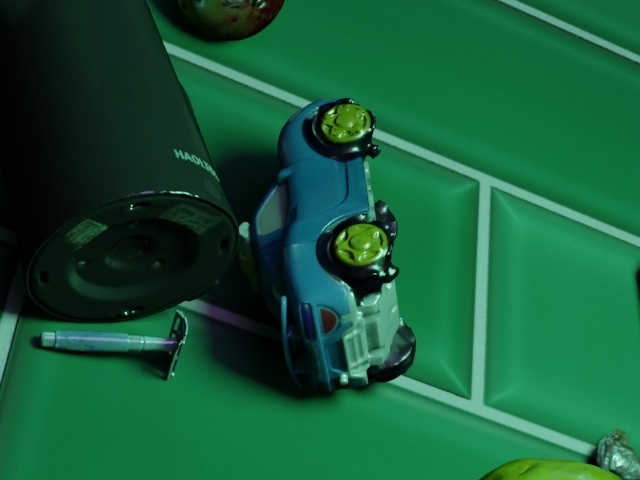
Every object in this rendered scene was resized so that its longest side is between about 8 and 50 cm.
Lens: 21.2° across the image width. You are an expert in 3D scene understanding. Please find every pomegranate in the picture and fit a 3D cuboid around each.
[{"bbox_3d":[-0.103,-0.290,1.936,0.129,0.129,0.159,25,3,-13],"label":"pomegranate"}]

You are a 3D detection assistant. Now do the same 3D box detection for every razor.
[{"bbox_3d":[-0.197,0.097,1.610,0.135,0.068,0.040,3,51,-15],"label":"razor"}]

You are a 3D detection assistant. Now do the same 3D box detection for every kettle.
[{"bbox_3d":[-0.189,-0.100,1.664,0.262,0.203,0.308,0,53,-29],"label":"kettle"}]

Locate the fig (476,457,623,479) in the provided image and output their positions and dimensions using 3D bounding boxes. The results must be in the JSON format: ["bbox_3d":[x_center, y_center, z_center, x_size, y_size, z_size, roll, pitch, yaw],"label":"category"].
[{"bbox_3d":[0.204,0.312,1.615,0.233,0.233,0.314,36,1,-2],"label":"fig"}]

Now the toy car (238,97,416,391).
[{"bbox_3d":[0.000,0.000,1.726,0.166,0.198,0.314,-7,52,2],"label":"toy car"}]

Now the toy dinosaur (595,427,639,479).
[{"bbox_3d":[0.388,0.309,1.761,0.162,0.077,0.294,3,31,-28],"label":"toy dinosaur"}]
